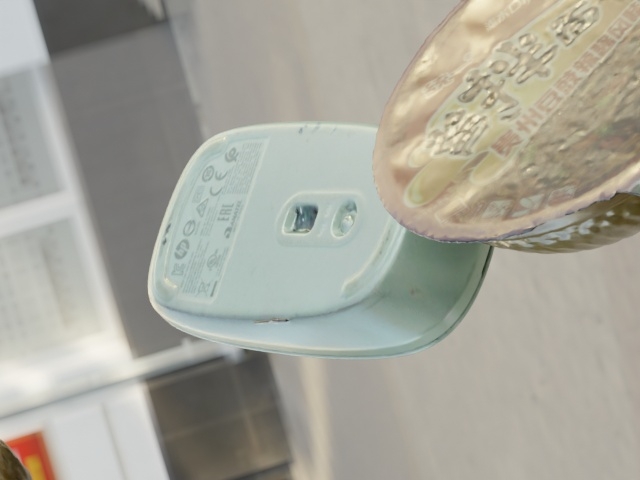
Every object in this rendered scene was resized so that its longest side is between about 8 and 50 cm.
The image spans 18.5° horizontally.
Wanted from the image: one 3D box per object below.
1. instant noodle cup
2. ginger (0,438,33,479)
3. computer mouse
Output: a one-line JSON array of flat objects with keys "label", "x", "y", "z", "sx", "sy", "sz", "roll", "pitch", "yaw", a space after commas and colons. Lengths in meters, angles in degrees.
[{"label": "instant noodle cup", "x": 0.165, "y": -0.078, "z": 1.119, "sx": 0.091, "sy": 0.274, "sz": 0.274, "roll": 47, "pitch": -174, "yaw": -31}, {"label": "ginger", "x": -0.215, "y": 0.180, "z": 1.050, "sx": 0.333, "sy": 0.081, "sz": 0.148, "roll": -17, "pitch": -80, "yaw": -58}, {"label": "computer mouse", "x": 0.005, "y": 0.002, "z": 1.308, "sx": 0.288, "sy": 0.097, "sz": 0.159, "roll": 0, "pitch": 69, "yaw": 50}]
